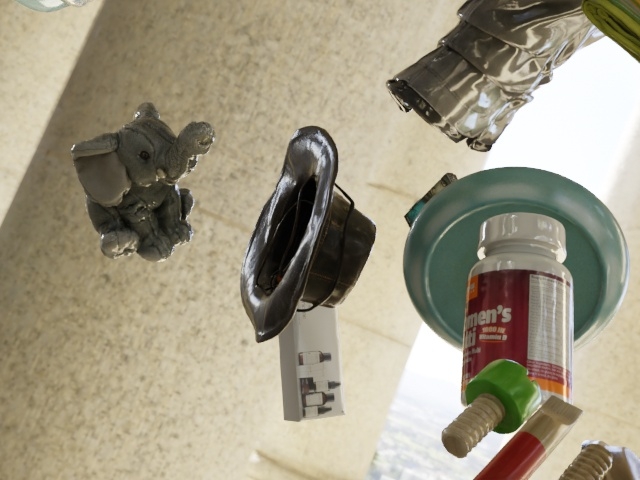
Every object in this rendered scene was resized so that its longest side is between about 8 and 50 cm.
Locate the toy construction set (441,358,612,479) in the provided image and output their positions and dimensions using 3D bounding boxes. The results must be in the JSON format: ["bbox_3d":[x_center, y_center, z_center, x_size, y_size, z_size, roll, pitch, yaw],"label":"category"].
[{"bbox_3d":[0.237,0.098,0.400,0.309,0.237,0.257,-2,-67,47],"label":"toy construction set"}]

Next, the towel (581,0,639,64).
[{"bbox_3d":[0.272,-0.170,0.496,0.102,0.237,0.021,47,-23,15],"label":"towel"}]

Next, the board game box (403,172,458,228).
[{"bbox_3d":[0.224,-0.006,1.361,0.026,0.126,0.186,1,53,-41],"label":"board game box"}]

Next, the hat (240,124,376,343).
[{"bbox_3d":[0.000,0.000,1.130,0.134,0.331,0.331,16,-4,-18],"label":"hat"}]

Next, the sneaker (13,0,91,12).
[{"bbox_3d":[-0.287,-0.187,0.423,0.319,0.208,0.127,34,29,-55],"label":"sneaker"}]

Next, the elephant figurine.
[{"bbox_3d":[-0.234,-0.103,1.051,0.186,0.169,0.239,4,-47,-8],"label":"elephant figurine"}]

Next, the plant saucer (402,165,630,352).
[{"bbox_3d":[0.272,0.051,1.131,0.318,0.317,0.043,22,27,3],"label":"plant saucer"}]

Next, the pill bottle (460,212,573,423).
[{"bbox_3d":[0.225,0.088,0.909,0.121,0.221,0.121,6,-23,3],"label":"pill bottle"}]

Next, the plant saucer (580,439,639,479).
[{"bbox_3d":[0.353,0.324,0.804,0.278,0.041,0.278,49,18,-22],"label":"plant saucer"}]

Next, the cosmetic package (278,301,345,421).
[{"bbox_3d":[-0.017,0.191,1.402,0.099,0.238,0.060,0,-8,-35],"label":"cosmetic package"}]

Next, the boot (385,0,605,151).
[{"bbox_3d":[0.128,-0.173,0.550,0.118,0.222,0.338,51,14,29],"label":"boot"}]
